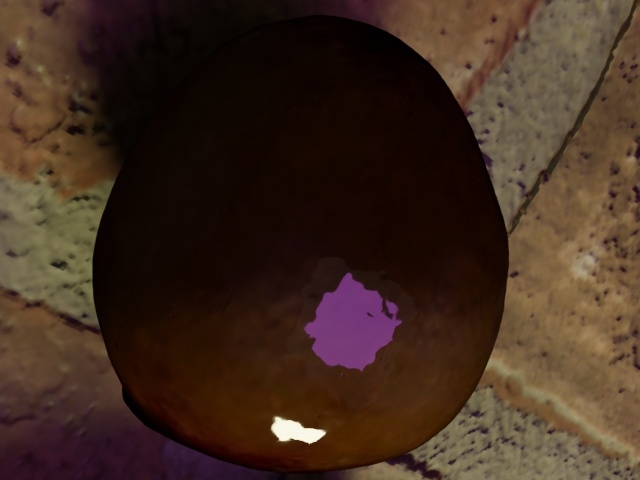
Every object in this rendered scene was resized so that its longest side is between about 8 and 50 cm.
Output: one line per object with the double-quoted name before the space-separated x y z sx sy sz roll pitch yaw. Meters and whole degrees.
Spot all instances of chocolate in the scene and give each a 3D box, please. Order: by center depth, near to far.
"chocolate" 0.000 0.000 0.595 0.177 0.177 0.176 -21 129 -29
